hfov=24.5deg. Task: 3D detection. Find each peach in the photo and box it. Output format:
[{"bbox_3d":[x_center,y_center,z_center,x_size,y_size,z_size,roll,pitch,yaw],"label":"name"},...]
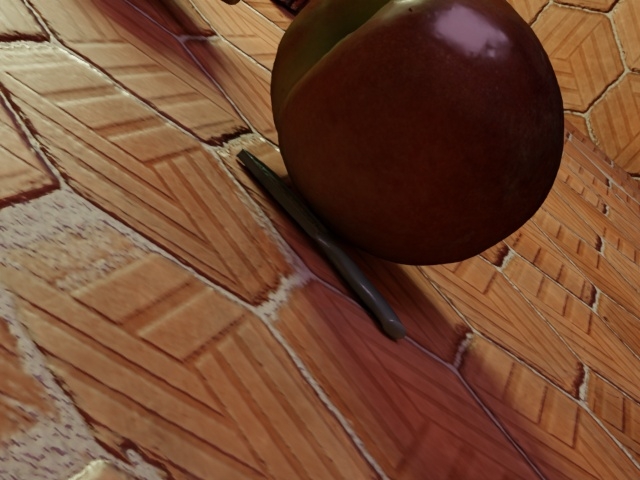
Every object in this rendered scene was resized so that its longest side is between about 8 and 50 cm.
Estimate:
[{"bbox_3d":[0.080,-0.100,1.198,0.252,0.252,0.252,38,14,-12],"label":"peach"}]

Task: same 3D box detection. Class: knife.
[{"bbox_3d":[0.001,0.000,1.121,0.028,0.015,0.210,11,32,-53],"label":"knife"}]

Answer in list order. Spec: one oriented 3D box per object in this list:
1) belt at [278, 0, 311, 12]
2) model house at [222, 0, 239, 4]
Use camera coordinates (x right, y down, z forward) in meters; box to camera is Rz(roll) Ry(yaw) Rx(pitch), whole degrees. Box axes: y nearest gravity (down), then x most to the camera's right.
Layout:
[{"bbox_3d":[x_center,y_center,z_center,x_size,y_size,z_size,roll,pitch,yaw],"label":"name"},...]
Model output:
[{"bbox_3d":[-0.020,-0.343,2.014,0.071,0.053,0.232,43,14,3],"label":"belt"},{"bbox_3d":[-0.162,-0.336,1.444,0.253,0.184,0.291,28,32,-62],"label":"model house"}]
